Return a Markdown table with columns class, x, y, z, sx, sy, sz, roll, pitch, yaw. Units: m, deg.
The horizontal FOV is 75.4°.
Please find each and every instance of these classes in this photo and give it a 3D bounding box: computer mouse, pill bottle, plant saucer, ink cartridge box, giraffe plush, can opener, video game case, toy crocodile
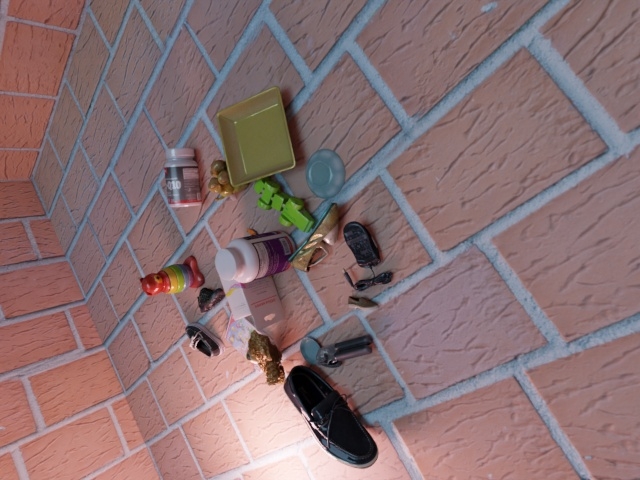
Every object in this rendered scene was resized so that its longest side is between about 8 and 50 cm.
| class | x | y | z | sx | sy | sz | roll | pitch | yaw |
| --- | --- | --- | --- | --- | --- | --- | --- | --- | --- |
| computer mouse | 0.144 | 0.060 | 1.542 | 0.184 | 0.060 | 0.261 | -29 | 92 | 34 |
| pill bottle | -0.262 | 0.067 | 1.693 | 0.182 | 0.323 | 0.181 | 9 | 104 | 38 |
| plant saucer | 0.007 | -0.256 | 1.598 | 0.195 | 0.038 | 0.194 | 9 | 106 | 37 |
| plant saucer | -0.037 | 0.476 | 1.793 | 0.120 | 0.021 | 0.119 | 9 | 106 | 37 |
| plant saucer | -0.252 | -0.417 | 1.712 | 0.333 | 0.081 | 0.332 | -12 | 89 | 29 |
| ink cartridge box | -0.309 | 0.218 | 1.835 | 0.119 | 0.207 | 0.352 | -24 | 84 | 34 |
| pill bottle | -0.688 | -0.312 | 2.061 | 0.162 | 0.161 | 0.282 | 3 | 101 | 38 |
| giraffe plush | -0.435 | -0.298 | 1.886 | 0.210 | 0.182 | 0.170 | 108 | 143 | -66 |
| can opener | 0.099 | 0.452 | 1.660 | 0.284 | 0.095 | 0.075 | -25 | 45 | 34 |
| video game case | -0.359 | 0.490 | 2.051 | 0.285 | 0.025 | 0.203 | 34 | 119 | 29 |
| toy crocodile | -0.154 | -0.155 | 1.716 | 0.341 | 0.105 | 0.115 | 37 | 120 | 22 |

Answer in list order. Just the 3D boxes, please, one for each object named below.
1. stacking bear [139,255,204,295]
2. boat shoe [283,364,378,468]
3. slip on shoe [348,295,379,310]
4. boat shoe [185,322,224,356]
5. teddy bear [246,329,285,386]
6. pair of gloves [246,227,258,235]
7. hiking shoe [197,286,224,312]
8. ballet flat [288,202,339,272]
| class | x | y | z | sx | sy | sz | roll | pitch | yaw |
| --- | --- | --- | --- | --- | --- | --- | --- | --- | --- |
| stacking bear | -0.789 | 0.206 | 2.165 | 0.164 | 0.289 | 0.175 | -36 | 77 | 38 |
| boat shoe | 0.029 | 0.700 | 1.675 | 0.500 | 0.187 | 0.155 | 39 | 141 | 32 |
| slip on shoe | 0.160 | 0.236 | 1.569 | 0.136 | 0.052 | 0.041 | 0 | 102 | 47 |
| boat shoe | -0.658 | 0.547 | 2.250 | 0.307 | 0.105 | 0.113 | 27 | 115 | 32 |
| teddy bear | -0.238 | 0.519 | 1.803 | 0.113 | 0.338 | 0.244 | -18 | 70 | 0 |
| pair of gloves | -0.318 | -0.012 | 1.924 | 0.074 | 0.010 | 0.083 | 27 | 117 | 30 |
| hiking shoe | -0.586 | 0.290 | 2.151 | 0.227 | 0.086 | 0.114 | -41 | 77 | 37 |
| ballet flat | 0.000 | 0.000 | 1.619 | 0.123 | 0.123 | 0.348 | 51 | 125 | 19 |
